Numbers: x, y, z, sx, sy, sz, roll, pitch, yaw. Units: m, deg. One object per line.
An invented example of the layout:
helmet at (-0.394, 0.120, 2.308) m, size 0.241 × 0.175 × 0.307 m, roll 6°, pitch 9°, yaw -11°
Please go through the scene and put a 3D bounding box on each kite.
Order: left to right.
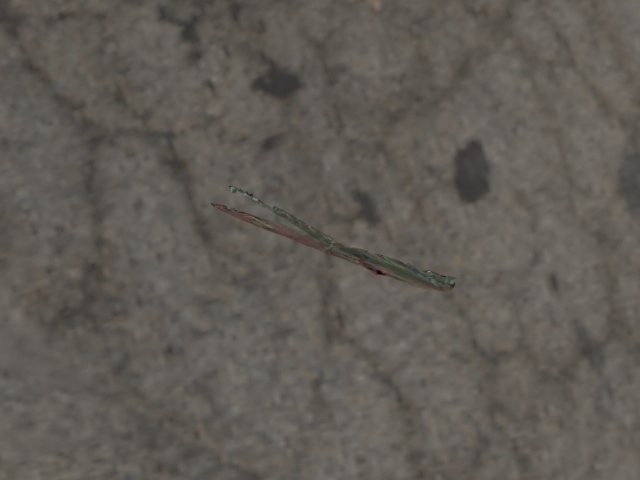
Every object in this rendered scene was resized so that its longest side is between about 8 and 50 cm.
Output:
kite at (0.000, -0.001, 0.716) m, size 0.152 × 0.137 × 0.005 m, roll 28°, pitch 81°, yaw -49°
